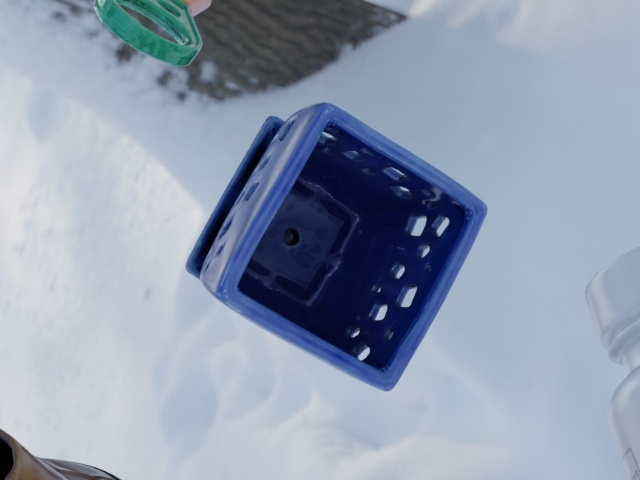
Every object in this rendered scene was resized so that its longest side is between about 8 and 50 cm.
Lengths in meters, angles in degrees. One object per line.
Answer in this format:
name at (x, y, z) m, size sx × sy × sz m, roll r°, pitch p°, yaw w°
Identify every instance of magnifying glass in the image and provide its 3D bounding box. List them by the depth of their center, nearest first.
magnifying glass at (-0.131, -0.194, 1.150) m, size 0.026 × 0.092 × 0.231 m, roll -54°, pitch 4°, yaw 20°

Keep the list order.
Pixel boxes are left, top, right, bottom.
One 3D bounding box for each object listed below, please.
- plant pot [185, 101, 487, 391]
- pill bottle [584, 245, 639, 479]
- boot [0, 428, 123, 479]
plant pot at (0.000, 0.000, 1.466) m, size 0.236 × 0.236 × 0.212 m, roll -61°, pitch 23°, yaw -6°
pill bottle at (0.234, 0.114, 0.748) m, size 0.131 × 0.131 × 0.229 m, roll -47°, pitch 52°, yaw 48°
boot at (-0.186, 0.143, 0.722) m, size 0.264 × 0.280 × 0.096 m, roll 18°, pitch 75°, yaw 34°
